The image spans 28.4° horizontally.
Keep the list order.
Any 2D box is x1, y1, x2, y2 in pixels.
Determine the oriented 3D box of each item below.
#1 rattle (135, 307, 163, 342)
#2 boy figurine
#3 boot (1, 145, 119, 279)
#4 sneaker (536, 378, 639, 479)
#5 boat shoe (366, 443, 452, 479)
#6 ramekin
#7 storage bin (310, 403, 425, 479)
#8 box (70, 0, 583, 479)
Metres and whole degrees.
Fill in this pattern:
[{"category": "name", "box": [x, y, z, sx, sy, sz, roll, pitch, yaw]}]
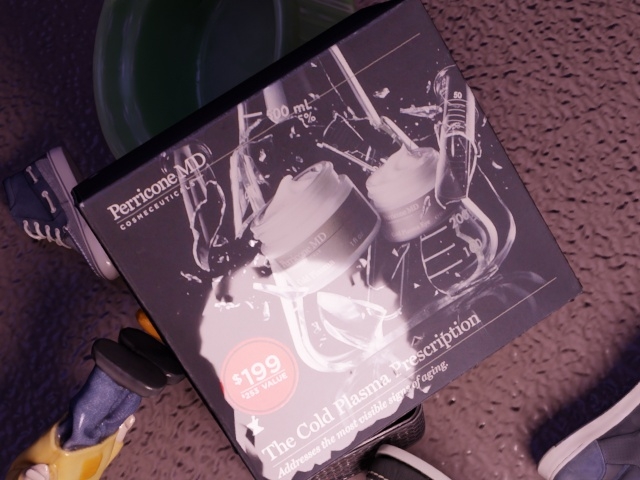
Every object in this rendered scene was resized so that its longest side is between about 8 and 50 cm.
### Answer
[{"category": "rattle", "box": [-0.082, 0.054, 1.335, 0.199, 0.143, 0.130, -25, 41, 4]}, {"category": "boy figurine", "box": [-0.246, 0.223, 1.243, 0.092, 0.177, 0.285, 34, 105, 11]}, {"category": "boot", "box": [-0.294, -0.015, 1.436, 0.086, 0.069, 0.190, -31, 58, 1]}, {"category": "sneaker", "box": [0.348, 0.213, 1.227, 0.226, 0.086, 0.163, -39, 56, 0]}, {"category": "boat shoe", "box": [0.147, 0.318, 1.197, 0.302, 0.114, 0.091, 39, 71, 20]}, {"category": "ramekin", "box": [-0.098, -0.196, 1.371, 0.303, 0.148, 0.303, -3, 86, 43]}, {"category": "storage bin", "box": [0.006, 0.177, 1.296, 0.180, 0.084, 0.122, -26, 65, -6]}, {"category": "box", "box": [0.000, 0.000, 1.154, 0.343, 0.179, 0.312, -34, 102, -8]}]
